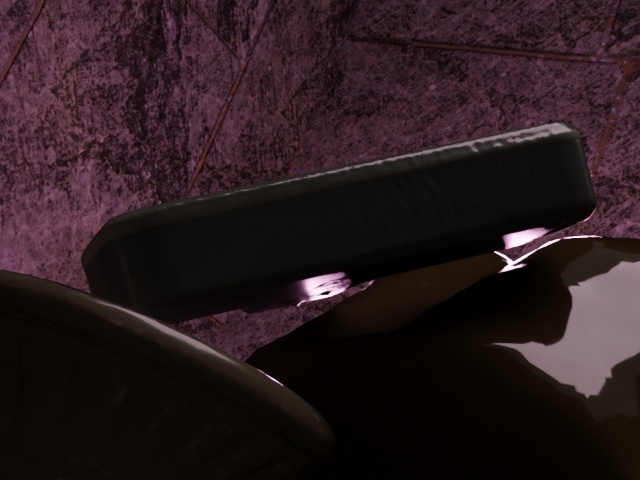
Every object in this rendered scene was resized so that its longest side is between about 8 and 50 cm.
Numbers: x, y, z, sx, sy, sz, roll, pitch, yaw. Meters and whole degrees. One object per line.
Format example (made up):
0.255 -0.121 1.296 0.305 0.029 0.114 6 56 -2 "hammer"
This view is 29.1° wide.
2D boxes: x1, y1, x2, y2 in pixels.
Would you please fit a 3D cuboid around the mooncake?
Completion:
0.147 0.220 0.774 0.467 0.262 0.467 26 -51 37 "mooncake"

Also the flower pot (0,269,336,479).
-0.128 0.167 0.608 0.307 0.244 0.307 22 -15 6 "flower pot"

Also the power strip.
0.000 -0.001 0.689 0.265 0.059 0.193 -13 -7 -20 "power strip"
